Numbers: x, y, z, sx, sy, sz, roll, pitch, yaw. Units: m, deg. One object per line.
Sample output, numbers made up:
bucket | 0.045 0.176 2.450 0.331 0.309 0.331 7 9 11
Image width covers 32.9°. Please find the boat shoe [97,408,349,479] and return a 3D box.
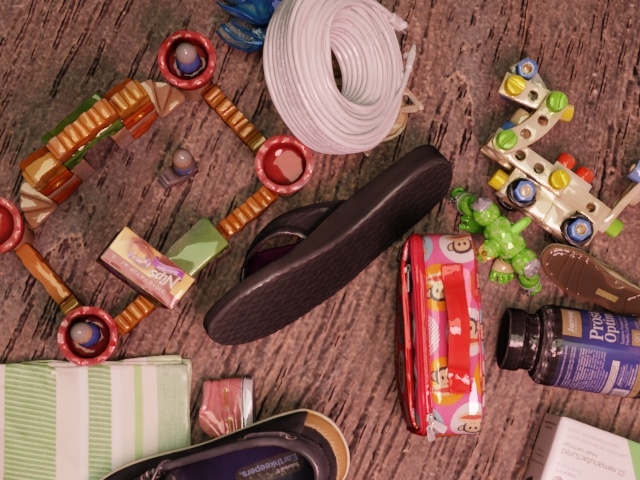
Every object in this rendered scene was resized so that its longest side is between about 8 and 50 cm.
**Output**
boat shoe | -0.195 0.386 1.518 0.500 0.156 0.187 -25 89 7

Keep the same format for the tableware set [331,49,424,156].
tableware set | 0.061 -0.241 1.699 0.128 0.039 0.194 -41 86 -5

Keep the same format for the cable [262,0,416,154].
cable | 0.023 -0.253 1.561 0.089 0.257 0.257 -7 58 40

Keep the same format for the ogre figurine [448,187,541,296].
ogre figurine | 0.271 -0.003 1.638 0.096 0.118 0.197 -19 84 -3

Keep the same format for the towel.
towel | -0.356 0.299 1.631 0.324 0.038 0.248 -1 84 -3

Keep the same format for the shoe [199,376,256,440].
shoe | -0.139 0.294 1.625 0.081 0.063 0.178 -2 81 3

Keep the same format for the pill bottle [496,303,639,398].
pill bottle | 0.380 0.162 1.620 0.219 0.123 0.123 9 83 -1

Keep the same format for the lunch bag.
lunch bag | 0.174 0.135 1.549 0.120 0.258 0.293 -2 83 -2

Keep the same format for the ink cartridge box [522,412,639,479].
ink cartridge box | 0.394 0.425 1.590 0.211 0.121 0.289 19 84 1

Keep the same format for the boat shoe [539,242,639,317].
boat shoe | 0.411 0.054 1.653 0.190 0.072 0.068 32 113 -15

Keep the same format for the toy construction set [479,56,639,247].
toy construction set | 0.382 -0.116 1.648 0.327 0.151 0.215 33 83 13

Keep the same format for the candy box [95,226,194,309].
candy box | -0.228 0.037 1.391 0.109 0.186 0.053 38 81 -10

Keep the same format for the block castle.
block castle | -0.262 -0.064 1.585 0.453 0.213 0.303 -41 86 -5

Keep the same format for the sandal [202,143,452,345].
sandal | 0.001 0.000 1.631 0.445 0.168 0.107 -36 60 -12

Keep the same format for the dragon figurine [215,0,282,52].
dragon figurine | -0.112 -0.350 1.661 0.289 0.085 0.144 19 63 5
